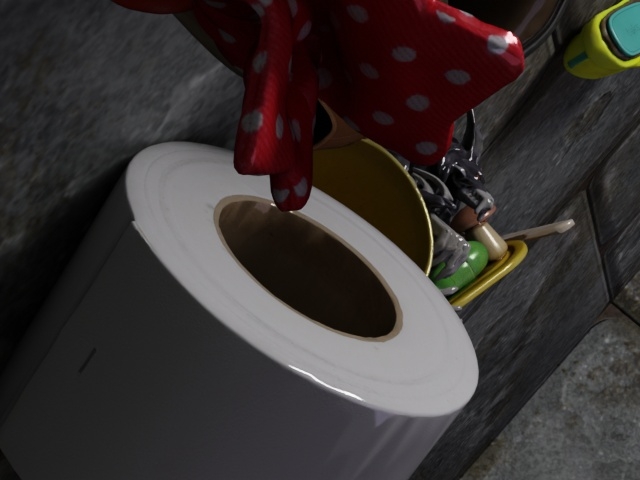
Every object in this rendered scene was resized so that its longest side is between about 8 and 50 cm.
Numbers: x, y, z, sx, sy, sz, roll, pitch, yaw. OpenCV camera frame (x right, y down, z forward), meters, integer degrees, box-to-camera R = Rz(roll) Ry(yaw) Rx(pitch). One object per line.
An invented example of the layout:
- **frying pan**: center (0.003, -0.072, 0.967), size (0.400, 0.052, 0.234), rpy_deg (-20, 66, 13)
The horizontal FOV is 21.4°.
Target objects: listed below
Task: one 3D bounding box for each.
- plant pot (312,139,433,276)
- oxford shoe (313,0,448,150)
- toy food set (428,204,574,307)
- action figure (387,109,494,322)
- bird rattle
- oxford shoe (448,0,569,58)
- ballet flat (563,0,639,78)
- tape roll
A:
- **plant pot**: center (0.000, 0.000, 1.220), size (0.095, 0.134, 0.134), rpy_deg (-28, -177, 46)
- **oxford shoe**: center (0.025, -0.123, 1.070), size (0.076, 0.076, 0.212), rpy_deg (-27, 155, -28)
- **toy food set**: center (0.131, 0.014, 1.684), size (0.218, 0.071, 0.128), rpy_deg (-34, -169, -26)
- **action figure**: center (0.061, 0.010, 1.350), size (0.276, 0.141, 0.164), rpy_deg (-44, 152, -13)
- **bird rattle**: center (-0.044, -0.125, 0.604), size (0.143, 0.253, 0.207), rpy_deg (-48, -172, -2)
- **oxford shoe**: center (0.147, -0.207, 1.213), size (0.227, 0.083, 0.096), rpy_deg (-48, 146, -5)
- **ballet flat**: center (0.309, -0.205, 1.652), size (0.077, 0.077, 0.231), rpy_deg (-34, 175, 42)
- **tape roll**: center (-0.050, 0.078, 1.018), size (0.169, 0.246, 0.246), rpy_deg (-55, 163, 22)
